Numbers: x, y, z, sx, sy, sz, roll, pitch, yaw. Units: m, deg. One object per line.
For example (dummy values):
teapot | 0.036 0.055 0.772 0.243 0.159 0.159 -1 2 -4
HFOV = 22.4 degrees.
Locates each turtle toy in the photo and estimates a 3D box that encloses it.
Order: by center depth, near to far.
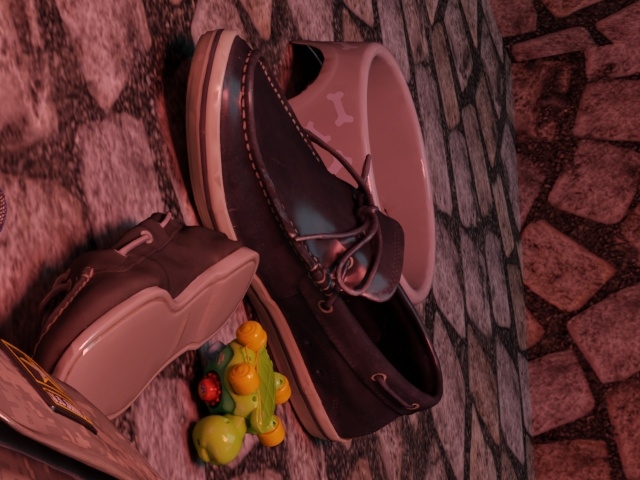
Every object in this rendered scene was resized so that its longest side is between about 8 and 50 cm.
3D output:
turtle toy | -0.073 0.137 1.394 0.130 0.066 0.095 -81 156 -47

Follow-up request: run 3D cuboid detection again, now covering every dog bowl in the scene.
dog bowl | 0.048 -0.071 1.873 0.349 0.102 0.349 -10 90 -74

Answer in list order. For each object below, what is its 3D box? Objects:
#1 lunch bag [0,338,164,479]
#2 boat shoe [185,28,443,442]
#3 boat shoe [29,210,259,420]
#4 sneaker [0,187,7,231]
lunch bag | -0.180 0.162 0.836 0.235 0.169 0.287 46 31 -59
boat shoe | 0.000 0.000 1.572 0.187 0.156 0.500 -77 152 -49
boat shoe | -0.148 0.049 1.180 0.112 0.095 0.335 -66 168 17
sneaker | -0.232 -0.051 0.909 0.221 0.087 0.083 50 35 -61
